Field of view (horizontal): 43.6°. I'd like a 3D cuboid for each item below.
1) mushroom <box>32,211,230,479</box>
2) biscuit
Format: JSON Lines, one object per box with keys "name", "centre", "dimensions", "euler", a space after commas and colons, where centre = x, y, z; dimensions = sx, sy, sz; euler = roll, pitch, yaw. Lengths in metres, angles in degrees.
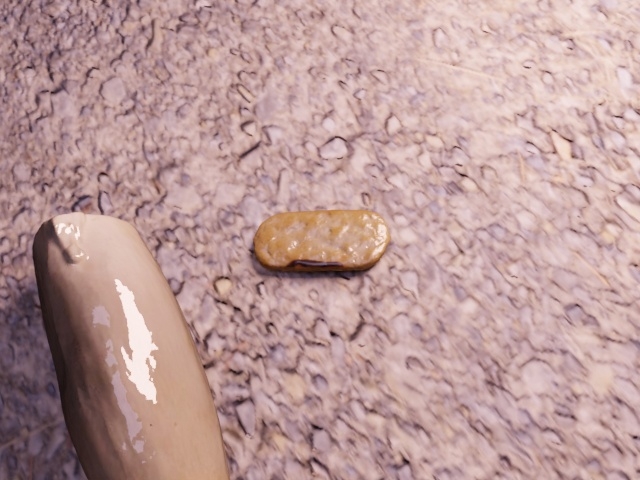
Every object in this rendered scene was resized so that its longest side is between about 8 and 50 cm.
{"name": "mushroom", "centre": [-0.173, 0.125, 0.731], "dimensions": [0.138, 0.154, 0.407], "euler": [-5, 51, -41]}
{"name": "biscuit", "centre": [0.000, 0.000, 0.834], "dimensions": [0.147, 0.018, 0.071], "euler": [-2, 59, 13]}
